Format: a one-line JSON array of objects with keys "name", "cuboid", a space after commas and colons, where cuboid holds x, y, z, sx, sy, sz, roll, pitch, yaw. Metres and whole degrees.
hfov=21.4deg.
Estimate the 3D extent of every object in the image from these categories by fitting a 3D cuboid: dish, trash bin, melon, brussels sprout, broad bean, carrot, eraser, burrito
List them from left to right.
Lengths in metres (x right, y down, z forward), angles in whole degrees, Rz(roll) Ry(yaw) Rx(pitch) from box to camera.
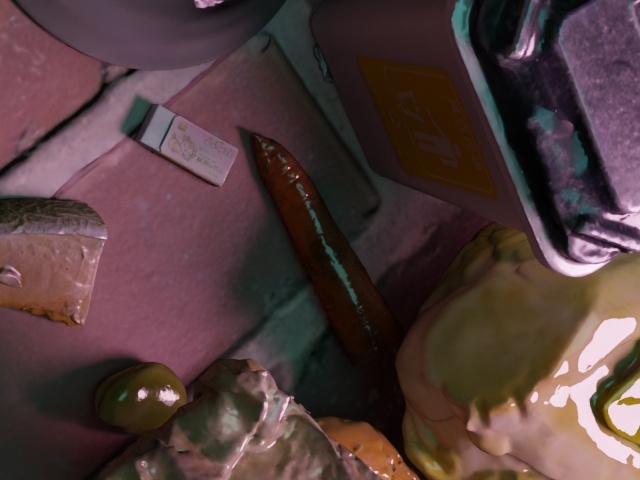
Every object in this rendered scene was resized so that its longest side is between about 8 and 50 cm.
[{"name": "melon", "cuboid": [-0.264, 0.013, 1.340, 0.182, 0.054, 0.098, 8, 106, -28]}, {"name": "broad bean", "cuboid": [-0.148, 0.132, 1.406, 0.083, 0.045, 0.063, 6, 93, -36]}, {"name": "dish", "cuboid": [-0.120, -0.293, 1.346, 0.316, 0.106, 0.316, -3, 96, -27]}, {"name": "eraser", "cuboid": [-0.112, -0.079, 1.418, 0.083, 0.019, 0.038, 29, 83, -27]}, {"name": "burrito", "cuboid": [-0.002, 0.239, 1.310, 0.348, 0.107, 0.175, 38, 90, -10]}, {"name": "carrot", "cuboid": [0.000, 0.000, 1.473, 0.057, 0.057, 0.224, -33, 103, -21]}, {"name": "trash bin", "cuboid": [0.185, -0.152, 1.371, 0.296, 0.368, 0.255, -33, 110, -19]}, {"name": "brussels sprout", "cuboid": [0.228, 0.115, 1.464, 0.344, 0.268, 0.344, -24, 121, -49]}]

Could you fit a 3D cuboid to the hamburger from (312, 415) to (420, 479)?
[{"name": "hamburger", "cuboid": [-0.010, 0.294, 1.439, 0.259, 0.144, 0.283, -40, 113, -19]}]
